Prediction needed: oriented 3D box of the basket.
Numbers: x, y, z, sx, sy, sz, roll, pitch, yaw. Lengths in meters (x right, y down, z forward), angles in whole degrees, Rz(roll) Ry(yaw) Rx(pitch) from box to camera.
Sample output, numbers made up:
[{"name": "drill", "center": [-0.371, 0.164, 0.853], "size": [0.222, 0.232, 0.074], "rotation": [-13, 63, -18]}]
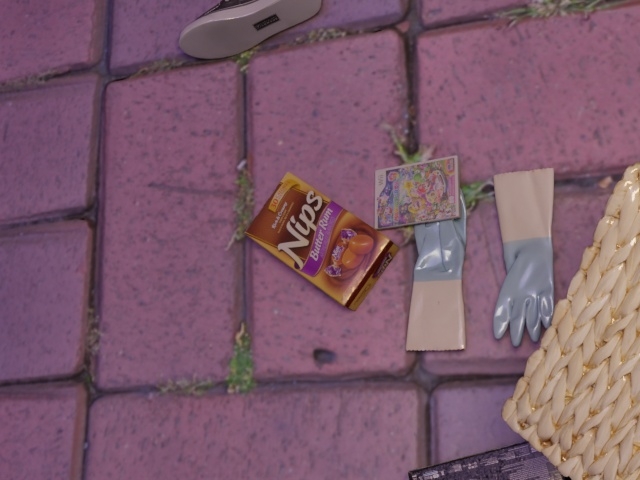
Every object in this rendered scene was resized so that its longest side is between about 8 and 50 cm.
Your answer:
[{"name": "basket", "center": [0.398, 0.101, 0.931], "size": [0.266, 0.331, 0.328], "rotation": [35, 119, 27]}]

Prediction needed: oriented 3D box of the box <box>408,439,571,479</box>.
[{"name": "box", "center": [0.212, 0.324, 1.123], "size": [0.180, 0.077, 0.147], "rotation": [-19, 70, 14]}]

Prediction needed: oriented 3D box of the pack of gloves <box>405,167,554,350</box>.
[{"name": "pack of gloves", "center": [0.212, 0.031, 1.234], "size": [0.195, 0.046, 0.232], "rotation": [-6, 70, 30]}]

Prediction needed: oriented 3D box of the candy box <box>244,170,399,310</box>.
[{"name": "candy box", "center": [0.000, 0.000, 1.303], "size": [0.187, 0.053, 0.109], "rotation": [34, 90, 26]}]

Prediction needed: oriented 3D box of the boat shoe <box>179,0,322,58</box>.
[{"name": "boat shoe", "center": [-0.108, -0.347, 1.427], "size": [0.228, 0.080, 0.076], "rotation": [-21, 52, 16]}]

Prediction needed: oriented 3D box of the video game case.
[{"name": "video game case", "center": [0.130, -0.063, 1.282], "size": [0.122, 0.011, 0.087], "rotation": [-9, 69, 28]}]
